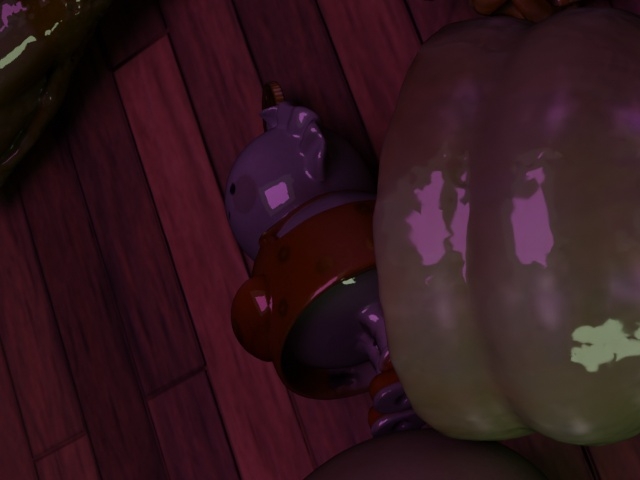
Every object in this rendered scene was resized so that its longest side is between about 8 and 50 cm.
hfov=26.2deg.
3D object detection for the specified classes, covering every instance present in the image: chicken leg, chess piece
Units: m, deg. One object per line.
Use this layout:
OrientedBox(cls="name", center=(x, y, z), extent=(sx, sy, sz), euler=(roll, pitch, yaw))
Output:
OrientedBox(cls="chicken leg", center=(-0.201, -0.180, 1.035), extent=(0.429, 0.152, 0.201), euler=(-30, 82, 20))
OrientedBox(cls="chess piece", center=(0.265, -0.014, 0.654), extent=(0.442, 0.234, 0.234), euler=(-2, 84, 30))

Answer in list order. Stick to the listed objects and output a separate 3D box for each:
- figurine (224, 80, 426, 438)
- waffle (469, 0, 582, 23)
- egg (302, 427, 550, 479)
OrientedBox(cls="figurine", center=(0.010, 0.000, 0.880), extent=(0.143, 0.143, 0.271), euler=(-32, 44, 27))
OrientedBox(cls="waffle", center=(0.143, -0.244, 0.779), extent=(0.291, 0.051, 0.291), euler=(5, 119, 9))
OrientedBox(cls="egg", center=(0.042, 0.220, 0.787), extent=(0.188, 0.188, 0.254), euler=(50, 120, 27))
